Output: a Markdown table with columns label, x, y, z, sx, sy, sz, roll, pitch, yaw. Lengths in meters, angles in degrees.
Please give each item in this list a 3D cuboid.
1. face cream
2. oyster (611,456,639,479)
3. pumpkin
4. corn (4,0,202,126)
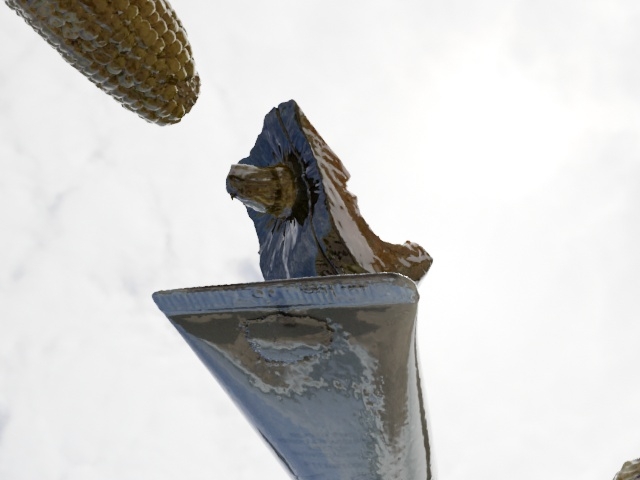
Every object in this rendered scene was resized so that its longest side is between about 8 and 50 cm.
| label | x | y | z | sx | sy | sz | roll | pitch | yaw |
| --- | --- | --- | --- | --- | --- | --- | --- | --- | --- |
| face cream | 0.015 | 0.115 | 0.650 | 0.314 | 0.143 | 0.089 | 66 | -154 | -53 |
| oyster | 0.334 | 0.263 | 0.968 | 0.191 | 0.081 | 0.163 | 9 | -77 | 8 |
| pumpkin | -0.005 | -0.002 | 1.058 | 0.248 | 0.131 | 0.126 | 45 | -132 | -8 |
| corn | -0.214 | -0.223 | 0.887 | 0.119 | 0.119 | 0.322 | -50 | -51 | -16 |
